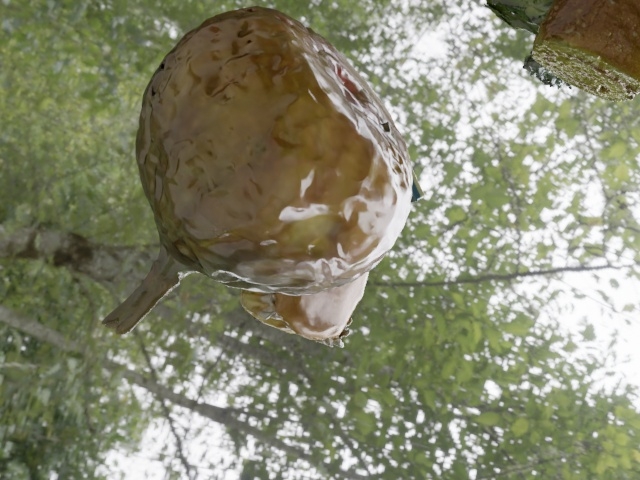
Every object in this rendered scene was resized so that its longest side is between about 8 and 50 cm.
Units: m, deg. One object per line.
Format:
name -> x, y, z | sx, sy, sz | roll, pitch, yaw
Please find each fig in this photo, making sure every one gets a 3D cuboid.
fig -> -0.100, -0.037, 0.730 | 0.369, 0.286, 0.286 | -37, -141, 11

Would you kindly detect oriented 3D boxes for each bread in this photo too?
bread -> 0.305, -0.239, 0.750 | 0.172, 0.132, 0.103 | -62, 177, -4
bread -> 0.000, 0.000, 0.921 | 0.107, 0.136, 0.241 | 6, -106, 53

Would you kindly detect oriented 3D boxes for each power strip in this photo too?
power strip -> 0.175, -0.139, 1.588 | 0.056, 0.032, 0.123 | -20, -84, 59

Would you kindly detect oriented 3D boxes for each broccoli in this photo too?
broccoli -> 0.383, -0.389, 1.241 | 0.177, 0.198, 0.275 | -31, -112, -15
